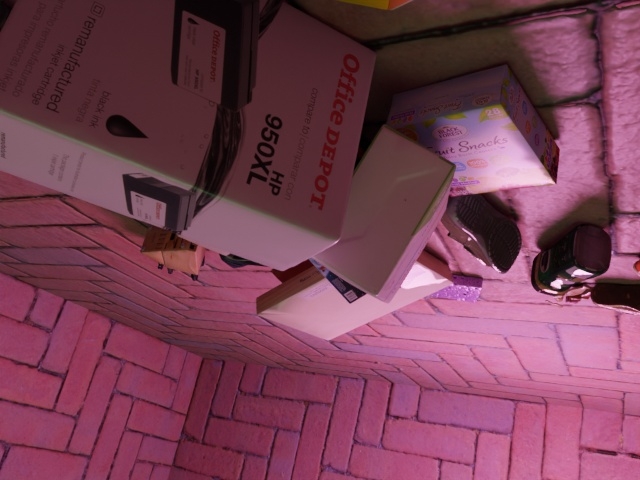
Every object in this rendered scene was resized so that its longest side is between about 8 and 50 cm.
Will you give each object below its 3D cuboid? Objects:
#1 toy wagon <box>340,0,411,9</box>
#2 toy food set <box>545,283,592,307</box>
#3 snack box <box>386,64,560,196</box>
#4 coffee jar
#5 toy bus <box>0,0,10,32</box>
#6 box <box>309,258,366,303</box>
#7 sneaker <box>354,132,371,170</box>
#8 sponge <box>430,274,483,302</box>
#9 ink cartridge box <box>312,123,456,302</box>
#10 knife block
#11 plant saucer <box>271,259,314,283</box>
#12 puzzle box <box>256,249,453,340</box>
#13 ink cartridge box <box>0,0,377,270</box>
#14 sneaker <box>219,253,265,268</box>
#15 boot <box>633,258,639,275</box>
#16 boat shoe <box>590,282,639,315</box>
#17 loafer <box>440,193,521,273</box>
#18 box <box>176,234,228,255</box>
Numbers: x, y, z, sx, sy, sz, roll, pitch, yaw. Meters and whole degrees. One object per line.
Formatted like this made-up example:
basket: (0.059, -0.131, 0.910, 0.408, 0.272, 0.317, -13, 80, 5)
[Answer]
toy wagon: (0.030, -0.338, 0.466, 0.267, 0.068, 0.344, 12, 159, 3)
toy food set: (0.604, 0.130, 1.383, 0.078, 0.019, 0.122, 22, 149, -23)
snack box: (0.223, -0.146, 0.836, 0.175, 0.070, 0.207, -5, 151, 41)
coffee jar: (0.482, 0.044, 1.129, 0.079, 0.096, 0.184, 16, 159, -1)
toy bus: (-0.470, -0.222, 0.851, 0.220, 0.211, 0.149, 23, 158, -22)
box: (0.000, 0.000, 1.147, 0.044, 0.159, 0.233, -32, 127, 12)
sneaker: (-0.047, -0.134, 0.926, 0.262, 0.104, 0.125, 23, 151, 2)
sponge: (0.304, 0.115, 1.496, 0.210, 0.031, 0.117, 9, 158, 12)
ink cartridge box: (0.106, -0.017, 0.915, 0.119, 0.207, 0.353, 31, 179, 12)
knife block: (-0.358, 0.038, 1.607, 0.276, 0.088, 0.242, -4, 154, 36)
plant saucer: (0.046, 0.103, 1.471, 0.259, 0.047, 0.259, -19, 147, 17)
puzzle box: (0.080, 0.121, 1.405, 0.409, 0.052, 0.272, -30, 140, 31)
ink cartridge box: (-0.152, -0.167, 0.699, 0.395, 0.285, 0.166, 21, 157, -22)
sneaker: (-0.151, 0.033, 1.490, 0.226, 0.086, 0.163, 10, 169, -17)
boot: (0.691, 0.062, 1.117, 0.158, 0.059, 0.084, 19, 162, 6)
boat shoe: (0.698, 0.134, 1.285, 0.178, 0.064, 0.060, 8, 164, 30)
loafer: (0.297, -0.025, 1.097, 0.251, 0.094, 0.087, 42, 170, -36)
box: (-0.160, -0.083, 1.111, 0.121, 0.147, 0.311, 24, 155, -23)
